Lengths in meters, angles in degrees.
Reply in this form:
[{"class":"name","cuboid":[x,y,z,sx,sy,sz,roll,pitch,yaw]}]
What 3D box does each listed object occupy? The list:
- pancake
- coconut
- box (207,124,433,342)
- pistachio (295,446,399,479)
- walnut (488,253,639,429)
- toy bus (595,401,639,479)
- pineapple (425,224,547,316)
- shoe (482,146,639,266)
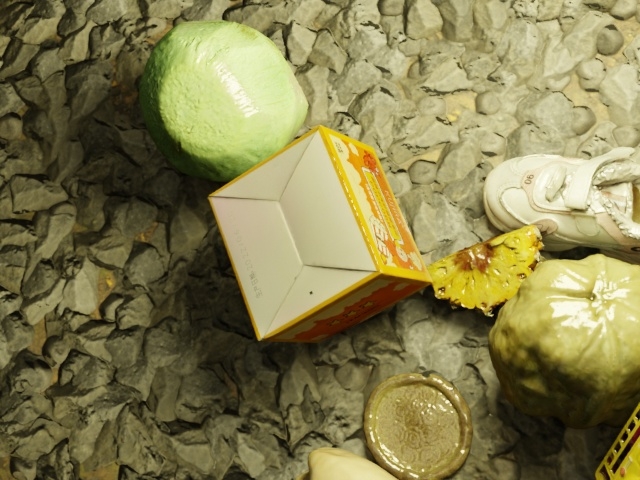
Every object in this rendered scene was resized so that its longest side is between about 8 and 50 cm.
[{"class":"pancake","cuboid":[0.168,0.321,1.629,0.199,0.021,0.199,-3,73,9]},{"class":"coconut","cuboid":[-0.180,-0.259,1.730,0.328,0.328,0.281,36,111,18]},{"class":"box","cuboid":[0.000,0.000,1.628,0.260,0.214,0.283,-30,70,23]},{"class":"pistachio","cuboid":[0.087,0.466,1.525,0.318,0.214,0.193,45,129,26]},{"class":"walnut","cuboid":[0.419,0.164,1.491,0.282,0.276,0.253,-10,46,-18]},{"class":"toy bus","cuboid":[0.530,0.280,1.361,0.145,0.331,0.151,7,34,-18]},{"class":"pineapple","cuboid":[0.288,0.069,1.621,0.233,0.079,0.135,-20,95,30]},{"class":"shoe","cuboid":[0.452,-0.077,1.594,0.351,0.198,0.171,12,75,13]}]
